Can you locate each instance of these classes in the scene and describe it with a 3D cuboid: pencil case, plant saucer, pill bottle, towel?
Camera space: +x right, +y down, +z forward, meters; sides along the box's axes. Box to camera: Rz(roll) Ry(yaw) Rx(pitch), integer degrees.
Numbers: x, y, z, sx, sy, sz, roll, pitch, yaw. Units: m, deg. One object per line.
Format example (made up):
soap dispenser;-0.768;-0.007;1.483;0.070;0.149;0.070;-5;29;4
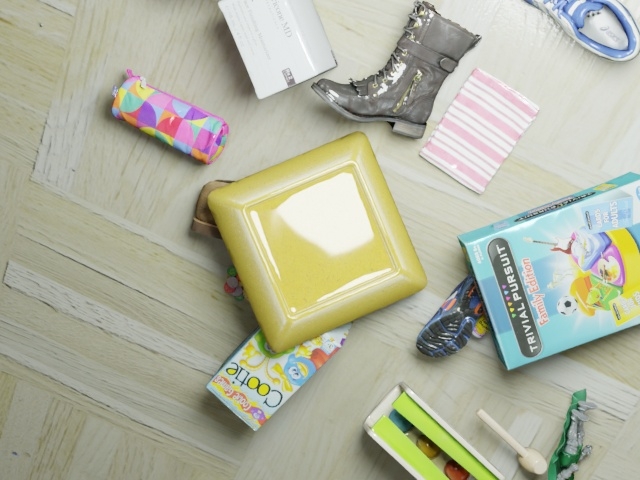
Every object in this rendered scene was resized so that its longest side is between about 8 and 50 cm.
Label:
pencil case;-0.295;-0.239;1.557;0.236;0.104;0.104;28;111;2
plant saucer;0.000;0.000;1.477;0.332;0.081;0.333;-23;91;-6
pill bottle;0.328;0.150;1.557;0.043;0.043;0.083;42;111;-2
towel;0.291;-0.199;1.464;0.144;0.029;0.197;33;112;2

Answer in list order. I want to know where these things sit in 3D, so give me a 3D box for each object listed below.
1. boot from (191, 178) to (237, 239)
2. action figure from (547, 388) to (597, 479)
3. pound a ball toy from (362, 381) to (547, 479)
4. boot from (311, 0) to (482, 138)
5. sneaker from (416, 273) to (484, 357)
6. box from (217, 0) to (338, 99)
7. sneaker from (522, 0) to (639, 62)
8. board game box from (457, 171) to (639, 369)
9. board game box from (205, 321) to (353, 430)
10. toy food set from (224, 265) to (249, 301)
boot;-0.105;-0.044;1.573;0.305;0.112;0.115;14;99;11
action figure;0.494;0.424;1.572;0.063;0.137;0.232;22;123;32
pound a ball toy;0.272;0.414;1.627;0.319;0.136;0.208;42;86;-2
boot;0.133;-0.316;1.407;0.262;0.091;0.229;13;115;-26
sneaker;0.271;0.140;1.543;0.083;0.087;0.221;41;106;-7
box;-0.070;-0.365;1.416;0.119;0.182;0.181;-20;102;19
sneaker;0.418;-0.406;1.315;0.296;0.131;0.112;36;113;2
board game box;0.450;0.056;1.435;0.336;0.079;0.254;-21;102;3
board game box;-0.081;0.230;1.627;0.142;0.144;0.275;42;112;-2
toy food set;-0.163;0.089;1.668;0.082;0.020;0.083;5;109;12
